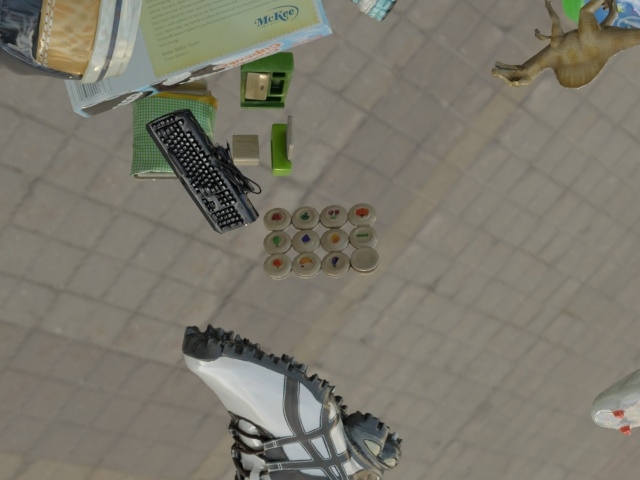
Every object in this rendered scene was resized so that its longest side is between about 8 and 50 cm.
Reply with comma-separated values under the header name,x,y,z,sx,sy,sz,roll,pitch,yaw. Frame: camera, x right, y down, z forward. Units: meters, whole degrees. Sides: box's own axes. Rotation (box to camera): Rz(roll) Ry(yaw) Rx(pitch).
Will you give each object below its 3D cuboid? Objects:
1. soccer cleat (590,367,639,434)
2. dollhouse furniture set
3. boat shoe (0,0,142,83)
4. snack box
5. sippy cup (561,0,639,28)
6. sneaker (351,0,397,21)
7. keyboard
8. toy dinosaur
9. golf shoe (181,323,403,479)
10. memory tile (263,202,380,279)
name,x,y,z,sx,sy,sz,roll,pitch,yaw
soccer cleat,0.341,0.119,1.120,0.196,0.076,0.068,-23,140,10
dollhouse furniture set,-0.202,-0.226,2.221,0.301,0.197,0.151,-1,160,-7
boat shoe,-0.291,-0.247,1.119,0.156,0.500,0.187,4,104,-23
snack box,-0.166,-0.287,1.440,0.322,0.187,0.060,-17,176,8
sippy cup,0.458,-0.335,1.504,0.305,0.224,0.240,-22,138,-50
sneaker,0.098,-0.440,1.594,0.283,0.122,0.110,-64,-173,-7
keyboard,-0.155,-0.092,1.638,0.100,0.038,0.192,-22,115,25
toy dinosaur,0.235,-0.175,1.037,0.053,0.183,0.092,25,67,-38
golf shoe,-0.025,0.126,0.760,0.198,0.077,0.094,41,75,-37
memory tile,0.000,0.000,1.531,0.148,0.113,0.012,-3,143,3
